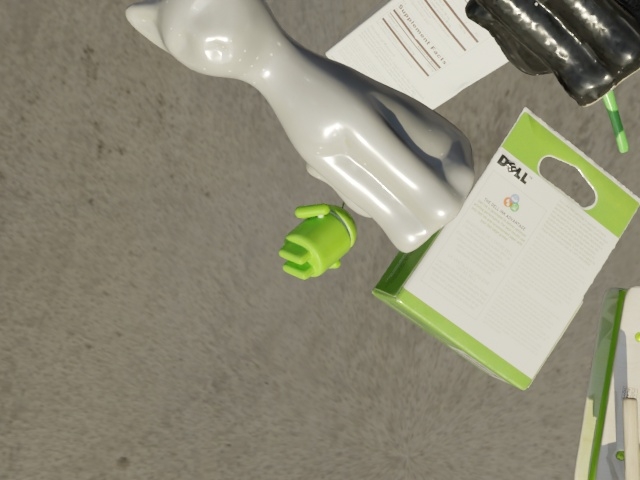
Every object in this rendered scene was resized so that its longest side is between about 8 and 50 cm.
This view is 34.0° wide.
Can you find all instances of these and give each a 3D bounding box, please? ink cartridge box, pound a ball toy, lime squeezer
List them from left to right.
[{"bbox_3d":[0.212,0.009,1.184,0.188,0.097,0.255,36,84,-13],"label":"ink cartridge box"},{"bbox_3d":[0.378,-0.274,1.514,0.058,0.110,0.311,-23,83,-14],"label":"lime squeezer"},{"bbox_3d":[0.411,0.220,1.279,0.135,0.208,0.319,9,86,2],"label":"pound a ball toy"}]

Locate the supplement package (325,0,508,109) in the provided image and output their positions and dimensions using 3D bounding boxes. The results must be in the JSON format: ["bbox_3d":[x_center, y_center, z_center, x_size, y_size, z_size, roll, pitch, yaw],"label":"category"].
[{"bbox_3d":[0.149,-0.254,1.221,0.134,0.244,0.139,49,49,-10],"label":"supplement package"}]

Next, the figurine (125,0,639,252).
[{"bbox_3d":[0.028,-0.121,0.548,0.209,0.092,0.215,38,121,-19],"label":"figurine"}]

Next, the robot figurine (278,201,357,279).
[{"bbox_3d":[0.000,0.000,1.320,0.067,0.101,0.115,20,49,37],"label":"robot figurine"}]
